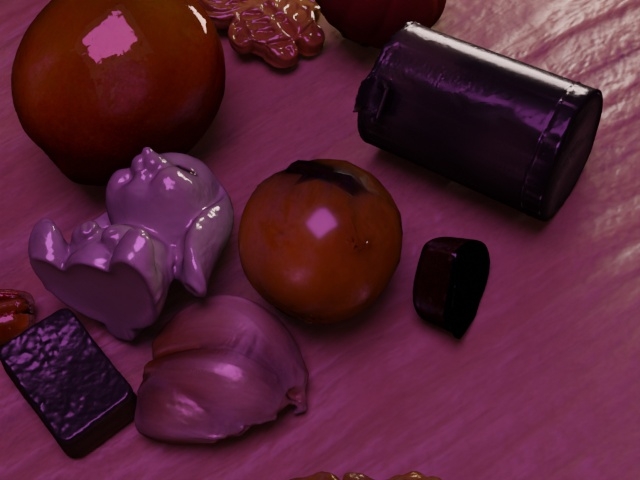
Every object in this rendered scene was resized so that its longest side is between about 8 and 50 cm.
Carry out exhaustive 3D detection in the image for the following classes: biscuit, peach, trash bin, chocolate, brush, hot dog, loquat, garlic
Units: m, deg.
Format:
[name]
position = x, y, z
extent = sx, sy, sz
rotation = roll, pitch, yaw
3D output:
[biscuit]
position = -0.110, -0.397, 1.981
extent = 0.202, 0.044, 0.288
rotation = -24, 56, -21
[peach]
position = -0.306, -0.237, 1.773
extent = 0.308, 0.308, 0.332
rotation = 23, 72, 19
[trash bin]
position = 0.232, -0.177, 1.726
extent = 0.301, 0.203, 0.252
rotation = 25, 23, 21
[chocolate]
position = 0.169, 0.054, 1.641
extent = 0.080, 0.125, 0.148
rotation = 8, 61, 30
[brush]
position = -0.347, 0.191, 1.630
extent = 0.123, 0.059, 0.197
rotation = -35, 61, -18
[hot dog]
position = -0.525, 0.119, 1.694
extent = 0.236, 0.062, 0.092
rotation = -12, 60, -1
[loquat]
position = 0.000, 0.000, 1.620
extent = 0.235, 0.235, 0.235
rotation = -3, 57, 4
[garlic]
position = -0.131, 0.168, 1.597
extent = 0.228, 0.110, 0.217
rotation = 2, 54, 7

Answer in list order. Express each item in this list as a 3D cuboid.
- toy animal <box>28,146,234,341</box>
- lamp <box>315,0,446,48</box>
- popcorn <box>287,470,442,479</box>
[toy animal]
position = -0.244, -0.010, 1.685
extent = 0.272, 0.206, 0.265
rotation = 0, 42, 33
[lamp]
position = 0.095, -0.414, 1.878
extent = 0.227, 0.227, 0.227
rotation = -3, 57, 4
[popcorn]
position = 0.076, 0.385, 1.377
extent = 0.265, 0.225, 0.332
rotation = -43, 51, -14
